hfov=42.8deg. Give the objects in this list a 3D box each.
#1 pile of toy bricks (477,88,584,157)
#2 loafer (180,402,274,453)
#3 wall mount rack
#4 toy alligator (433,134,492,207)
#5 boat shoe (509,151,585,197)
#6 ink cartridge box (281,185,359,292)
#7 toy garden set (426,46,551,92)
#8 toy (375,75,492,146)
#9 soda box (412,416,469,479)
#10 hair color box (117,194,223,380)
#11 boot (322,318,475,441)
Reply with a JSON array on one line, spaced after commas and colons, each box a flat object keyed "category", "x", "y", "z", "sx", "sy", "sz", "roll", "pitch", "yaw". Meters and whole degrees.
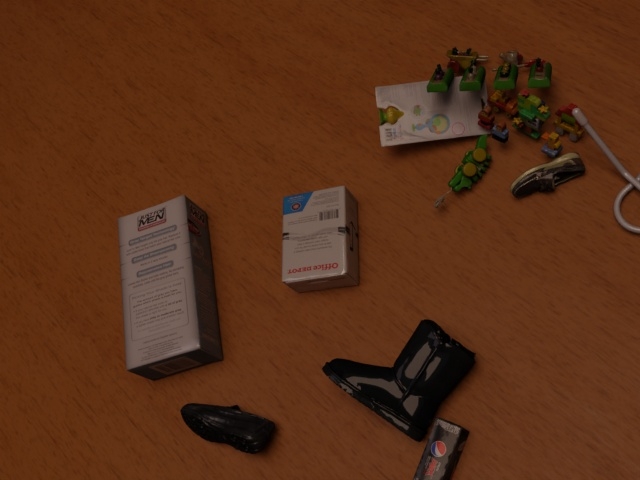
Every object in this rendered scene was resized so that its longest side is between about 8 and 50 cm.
[{"category": "pile of toy bricks", "x": 0.419, "y": -0.260, "z": 1.648, "sx": 0.212, "sy": 0.105, "sz": 0.118, "roll": 33, "pitch": 63, "yaw": 29}, {"category": "loafer", "x": -0.194, "y": 0.378, "z": 1.691, "sx": 0.223, "sy": 0.076, "sz": 0.078, "roll": 9, "pitch": 37, "yaw": 33}, {"category": "wall mount rack", "x": 0.659, "y": -0.193, "z": 1.519, "sx": 0.350, "sy": 0.130, "sz": 0.304, "roll": -40, "pitch": 59, "yaw": 2}, {"category": "toy alligator", "x": 0.306, "y": -0.133, "z": 1.696, "sx": 0.051, "sy": 0.056, "sz": 0.190, "roll": 35, "pitch": 84, "yaw": -10}, {"category": "boat shoe", "x": 0.452, "y": -0.124, "z": 1.623, "sx": 0.152, "sy": 0.056, "sz": 0.049, "roll": -29, "pitch": 55, "yaw": 10}, {"category": "ink cartridge box", "x": 0.000, "y": 0.000, "z": 1.750, "sx": 0.148, "sy": 0.086, "sz": 0.203, "roll": -9, "pitch": 67, "yaw": 21}, {"category": "toy garden set", "x": 0.358, "y": -0.369, "z": 1.710, "sx": 0.244, "sy": 0.049, "sz": 0.204, "roll": 1, "pitch": 28, "yaw": 18}, {"category": "toy", "x": 0.242, "y": -0.276, "z": 1.769, "sx": 0.237, "sy": 0.056, "sz": 0.137, "roll": -5, "pitch": 79, "yaw": 3}, {"category": "soda box", "x": 0.214, "y": 0.415, "z": 1.497, "sx": 0.053, "sy": 0.060, "sz": 0.169, "roll": 18, "pitch": 78, "yaw": 30}, {"category": "hair color box", "x": -0.343, "y": 0.104, "z": 1.840, "sx": 0.185, "sy": 0.113, "sz": 0.375, "roll": -18, "pitch": 63, "yaw": 15}, {"category": "boot", "x": 0.152, "y": 0.237, "z": 1.577, "sx": 0.246, "sy": 0.094, "sz": 0.207, "roll": 31, "pitch": 87, "yaw": 24}]
